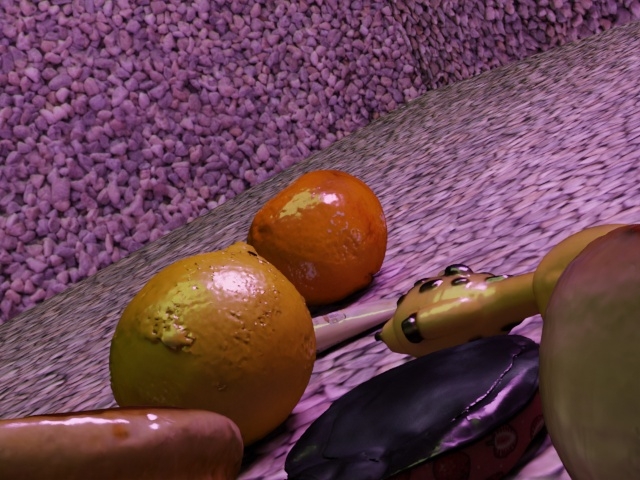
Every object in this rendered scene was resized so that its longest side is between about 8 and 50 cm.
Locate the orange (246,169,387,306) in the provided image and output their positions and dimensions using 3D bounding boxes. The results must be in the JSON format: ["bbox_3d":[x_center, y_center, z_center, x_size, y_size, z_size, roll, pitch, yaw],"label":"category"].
[{"bbox_3d":[-0.003,-0.001,1.288,0.178,0.155,0.177,-26,1,1],"label":"orange"}]

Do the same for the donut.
[{"bbox_3d":[-0.200,0.182,0.604,0.330,0.159,0.330,-5,-11,-1],"label":"donut"}]

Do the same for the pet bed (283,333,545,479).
[{"bbox_3d":[0.065,0.128,0.728,0.201,0.053,0.201,-24,9,4],"label":"pet bed"}]

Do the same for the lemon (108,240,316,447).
[{"bbox_3d":[-0.095,0.102,0.929,0.173,0.173,0.206,-14,36,49],"label":"lemon"}]

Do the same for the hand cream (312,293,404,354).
[{"bbox_3d":[0.028,0.085,1.110,0.143,0.039,0.061,-22,7,-9],"label":"hand cream"}]

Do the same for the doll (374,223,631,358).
[{"bbox_3d":[0.163,0.046,0.818,0.117,0.086,0.291,-19,0,-44],"label":"doll"}]

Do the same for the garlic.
[{"bbox_3d":[0.245,0.045,0.488,0.338,0.151,0.196,-14,2,44],"label":"garlic"}]
